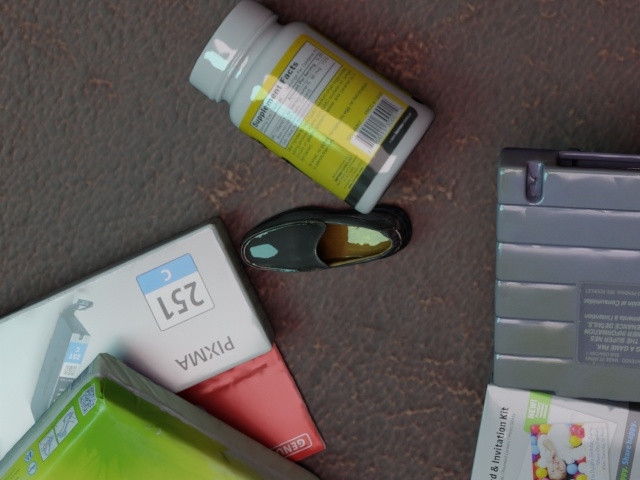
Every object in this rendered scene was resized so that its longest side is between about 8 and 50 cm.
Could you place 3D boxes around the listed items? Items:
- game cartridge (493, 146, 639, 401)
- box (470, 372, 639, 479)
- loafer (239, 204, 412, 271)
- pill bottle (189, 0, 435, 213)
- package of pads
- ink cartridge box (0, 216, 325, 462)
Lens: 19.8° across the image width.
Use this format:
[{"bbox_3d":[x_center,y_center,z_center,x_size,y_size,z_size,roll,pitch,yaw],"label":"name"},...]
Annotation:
[{"bbox_3d":[0.328,0.037,1.585,0.355,0.068,0.230,4,121,9],"label":"game cartridge"},{"bbox_3d":[0.233,0.209,1.672,0.186,0.038,0.145,11,105,7],"label":"box"},{"bbox_3d":[0.000,0.000,1.751,0.170,0.061,0.062,-11,101,14],"label":"loafer"},{"bbox_3d":[-0.009,-0.128,1.693,0.208,0.119,0.119,35,107,2],"label":"pill bottle"},{"bbox_3d":[-0.169,0.269,1.773,0.296,0.101,0.229,35,109,-26],"label":"package of pads"},{"bbox_3d":[-0.179,0.155,1.797,0.296,0.066,0.261,-25,97,6],"label":"ink cartridge box"}]
